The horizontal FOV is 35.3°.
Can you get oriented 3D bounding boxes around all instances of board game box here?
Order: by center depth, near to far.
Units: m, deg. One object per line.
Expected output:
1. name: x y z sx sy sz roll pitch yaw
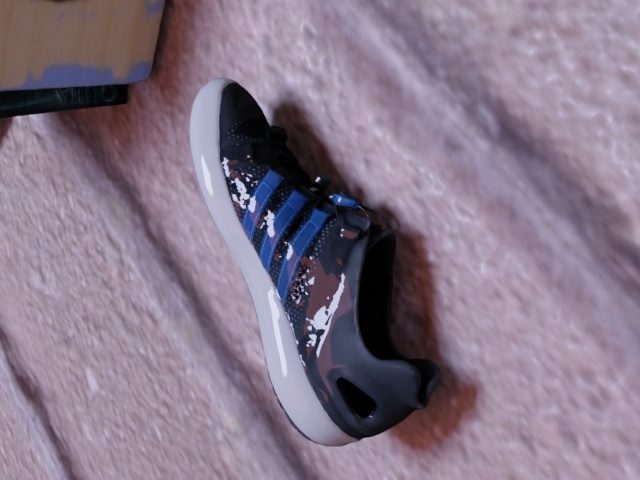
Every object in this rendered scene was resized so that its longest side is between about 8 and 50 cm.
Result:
1. board game box: -0.239 -0.101 0.654 0.126 0.186 0.026 21 116 44

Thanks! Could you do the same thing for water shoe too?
1. water shoe: 0.000 0.000 0.515 0.080 0.073 0.203 -25 78 21

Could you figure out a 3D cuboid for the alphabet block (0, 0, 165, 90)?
1. alphabet block: -0.206 -0.216 0.593 0.193 0.192 0.197 39 126 34
